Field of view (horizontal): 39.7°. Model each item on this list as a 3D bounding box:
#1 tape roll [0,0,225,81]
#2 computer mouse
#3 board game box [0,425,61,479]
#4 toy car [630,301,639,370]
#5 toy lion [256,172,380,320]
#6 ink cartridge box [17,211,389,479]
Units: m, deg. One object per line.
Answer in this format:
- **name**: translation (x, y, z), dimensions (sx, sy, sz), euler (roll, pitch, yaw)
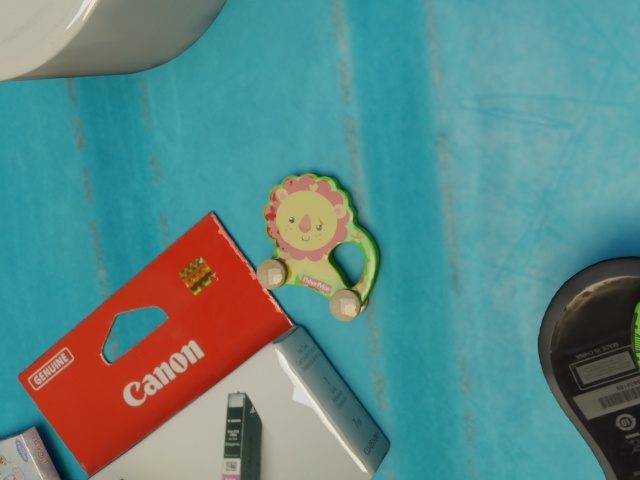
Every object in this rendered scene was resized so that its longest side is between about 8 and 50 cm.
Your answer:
- **tape roll**: translation (-0.195, -0.235, 0.616), dimensions (0.246, 0.169, 0.246), euler (4, 103, 19)
- **computer mouse**: translation (0.229, 0.123, 0.597), dimensions (0.188, 0.072, 0.272), euler (-18, 107, 21)
- **board game box**: translation (-0.277, 0.224, 0.820), dimensions (0.090, 0.020, 0.090), euler (-22, 94, 34)
- **toy car**: translation (0.291, 0.045, 0.506), dimensions (0.225, 0.053, 0.239), euler (-10, 99, -10)
- **toy lion**: translation (0.000, 0.000, 0.672), dimensions (0.100, 0.034, 0.096), euler (23, 101, 14)
- **ink cartridge box**: translation (-0.120, 0.151, 0.733), dimensions (0.275, 0.060, 0.239), euler (-38, 88, 23)
